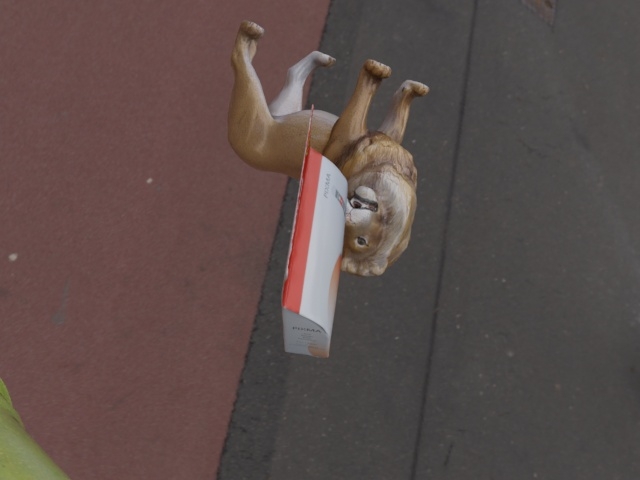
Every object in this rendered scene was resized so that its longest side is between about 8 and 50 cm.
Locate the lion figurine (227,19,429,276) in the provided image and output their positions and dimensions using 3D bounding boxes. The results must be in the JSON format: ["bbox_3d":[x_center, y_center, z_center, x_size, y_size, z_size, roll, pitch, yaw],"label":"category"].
[{"bbox_3d":[-0.014,-0.124,0.942,0.142,0.392,0.240,13,103,-46],"label":"lion figurine"}]

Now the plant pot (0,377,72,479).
[{"bbox_3d":[-0.267,0.248,0.528,0.276,0.254,0.276,-42,144,-41],"label":"plant pot"}]

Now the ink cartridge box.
[{"bbox_3d":[0.000,0.000,0.591,0.045,0.179,0.145,8,65,-1],"label":"ink cartridge box"}]
